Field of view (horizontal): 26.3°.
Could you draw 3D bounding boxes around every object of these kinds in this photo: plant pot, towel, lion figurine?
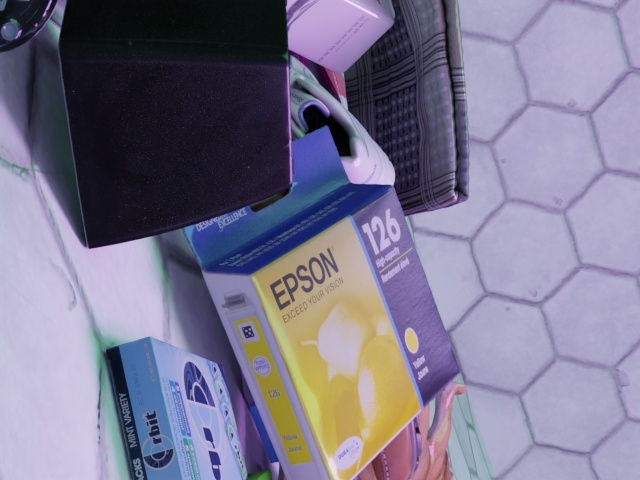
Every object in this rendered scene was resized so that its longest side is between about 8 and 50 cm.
[{"bbox_3d":[-0.106,-0.124,1.087,0.187,0.166,0.188,-95,-178,-51],"label":"plant pot"},{"bbox_3d":[0.102,-0.194,1.774,0.312,0.056,0.324,171,-84,-71],"label":"towel"},{"bbox_3d":[0.106,0.280,1.804,0.392,0.142,0.240,40,62,-61],"label":"lion figurine"}]

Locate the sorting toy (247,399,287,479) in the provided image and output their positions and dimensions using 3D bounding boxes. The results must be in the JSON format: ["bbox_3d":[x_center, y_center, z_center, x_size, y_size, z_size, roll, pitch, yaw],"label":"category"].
[{"bbox_3d":[-0.015,0.308,1.363,0.196,0.047,0.348,-78,148,-57],"label":"sorting toy"}]

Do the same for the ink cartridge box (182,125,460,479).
[{"bbox_3d":[0.012,0.055,1.373,0.303,0.072,0.307,-33,106,-55],"label":"ink cartridge box"}]

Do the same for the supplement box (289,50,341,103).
[{"bbox_3d":[-0.046,-0.196,1.863,0.220,0.111,0.114,58,18,-54],"label":"supplement box"}]

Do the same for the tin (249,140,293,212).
[{"bbox_3d":[-0.078,-0.066,1.483,0.190,0.106,0.040,-89,167,-59],"label":"tin"}]

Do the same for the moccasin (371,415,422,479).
[{"bbox_3d":[0.004,0.116,1.568,0.380,0.147,0.139,66,-9,-15],"label":"moccasin"}]

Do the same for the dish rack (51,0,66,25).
[{"bbox_3d":[-0.246,-0.360,1.155,0.285,0.072,0.333,43,30,-70],"label":"dish rack"}]

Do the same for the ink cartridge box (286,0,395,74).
[{"bbox_3d":[-0.055,-0.355,1.716,0.272,0.115,0.198,23,41,-33],"label":"ink cartridge box"}]

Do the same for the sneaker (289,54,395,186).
[{"bbox_3d":[-0.031,-0.161,1.597,0.297,0.111,0.129,40,-8,21],"label":"sneaker"}]

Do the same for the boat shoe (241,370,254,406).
[{"bbox_3d":[-0.030,0.162,1.448,0.076,0.080,0.229,-108,175,-54],"label":"boat shoe"}]

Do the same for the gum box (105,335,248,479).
[{"bbox_3d":[-0.106,0.168,1.102,0.184,0.041,0.157,44,30,-72],"label":"gum box"}]

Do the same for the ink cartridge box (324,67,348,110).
[{"bbox_3d":[0.023,-0.097,2.057,0.207,0.117,0.283,48,26,-68],"label":"ink cartridge box"}]

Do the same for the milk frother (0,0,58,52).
[{"bbox_3d":[-0.242,-0.152,0.761,0.143,0.129,0.134,24,5,-40],"label":"milk frother"}]
